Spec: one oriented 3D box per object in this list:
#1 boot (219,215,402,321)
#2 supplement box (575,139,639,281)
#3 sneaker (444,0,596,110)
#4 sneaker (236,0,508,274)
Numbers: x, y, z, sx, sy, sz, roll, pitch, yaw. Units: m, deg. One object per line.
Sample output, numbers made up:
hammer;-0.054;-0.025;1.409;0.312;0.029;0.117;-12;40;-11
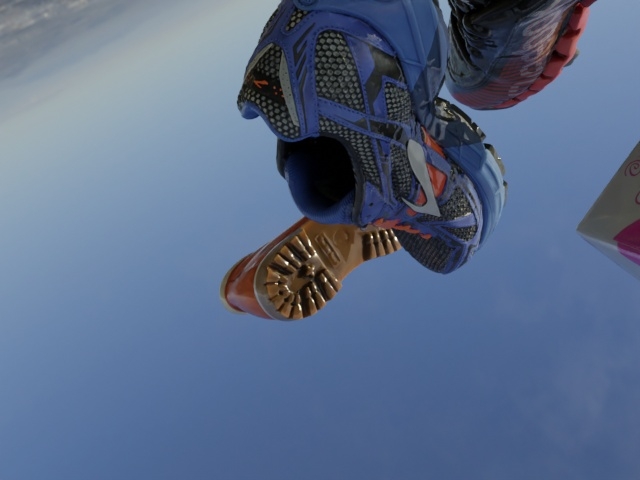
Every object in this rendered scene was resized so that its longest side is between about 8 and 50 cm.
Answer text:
boot;0.000;0.000;0.605;0.158;0.059;0.085;-35;-170;-33
supplement box;0.238;-0.053;0.397;0.220;0.114;0.111;-53;-161;2
sneaker;0.120;-0.163;0.571;0.135;0.097;0.276;-15;165;-19
sneaker;0.022;-0.039;0.420;0.083;0.221;0.087;28;-103;36
